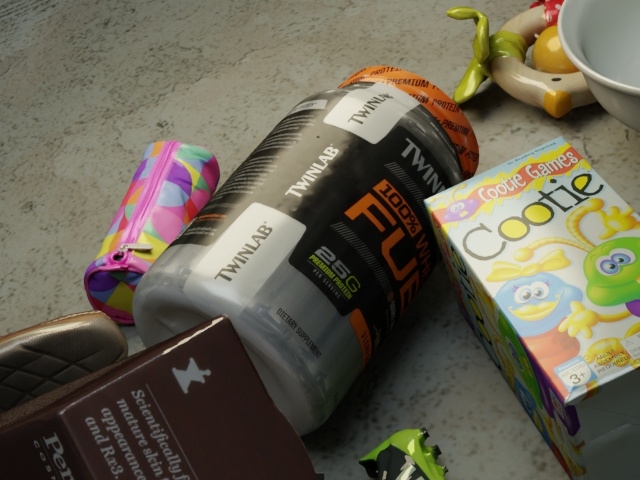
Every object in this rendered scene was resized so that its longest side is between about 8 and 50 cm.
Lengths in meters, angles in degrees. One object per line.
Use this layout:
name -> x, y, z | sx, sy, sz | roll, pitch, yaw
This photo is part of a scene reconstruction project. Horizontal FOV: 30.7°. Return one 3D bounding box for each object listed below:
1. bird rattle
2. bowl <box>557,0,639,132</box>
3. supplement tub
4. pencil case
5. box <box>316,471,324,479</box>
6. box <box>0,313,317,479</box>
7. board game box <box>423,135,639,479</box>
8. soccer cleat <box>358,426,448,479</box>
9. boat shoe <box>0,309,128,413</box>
bird rattle -> 0.266, -0.219, 1.323 | 0.253, 0.143, 0.207 | -25, 47, -23
bowl -> 0.393, -0.185, 1.162 | 0.298, 0.134, 0.298 | -12, 40, 10
supplement tub -> 0.000, 0.000, 1.088 | 0.207, 0.207, 0.338 | 11, 50, 37
pencil case -> -0.183, -0.014, 1.290 | 0.104, 0.104, 0.236 | -8, 39, 19
box -> -0.051, 0.254, 0.927 | 0.116, 0.029, 0.162 | 1, 40, -3
box -> -0.163, 0.200, 0.802 | 0.143, 0.191, 0.381 | -29, 2, -42
board game box -> 0.212, 0.059, 0.959 | 0.144, 0.142, 0.275 | -25, 38, -3
soccer cleat -> 0.077, 0.220, 0.914 | 0.072, 0.060, 0.179 | -31, 31, 6
boat shoe -> -0.351, 0.147, 1.168 | 0.324, 0.123, 0.116 | -24, 35, -4
